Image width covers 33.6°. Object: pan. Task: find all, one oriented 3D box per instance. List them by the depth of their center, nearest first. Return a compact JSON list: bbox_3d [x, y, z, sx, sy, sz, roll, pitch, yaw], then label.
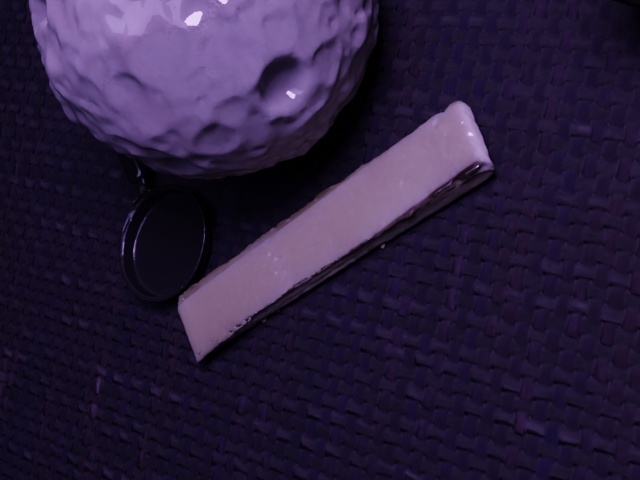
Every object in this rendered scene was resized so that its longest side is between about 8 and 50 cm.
[{"bbox_3d":[-0.193,-0.039,1.216,0.136,0.028,0.235,-34,65,26],"label":"pan"}]

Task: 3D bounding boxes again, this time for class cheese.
[{"bbox_3d":[0.001,-0.001,1.070,0.400,0.034,0.085,-34,59,26],"label":"cheese"}]

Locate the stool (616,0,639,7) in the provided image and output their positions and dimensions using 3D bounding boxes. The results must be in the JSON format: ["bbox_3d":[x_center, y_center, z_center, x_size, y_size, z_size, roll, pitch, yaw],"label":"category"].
[{"bbox_3d":[0.275,-0.332,0.807,0.272,0.272,0.178,-42,45,22],"label":"stool"}]

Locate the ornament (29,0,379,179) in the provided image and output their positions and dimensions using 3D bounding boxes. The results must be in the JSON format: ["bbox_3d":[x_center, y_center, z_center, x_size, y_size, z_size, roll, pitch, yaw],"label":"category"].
[{"bbox_3d":[-0.117,-0.226,1.022,0.337,0.337,0.337,-7,78,35],"label":"ornament"}]
